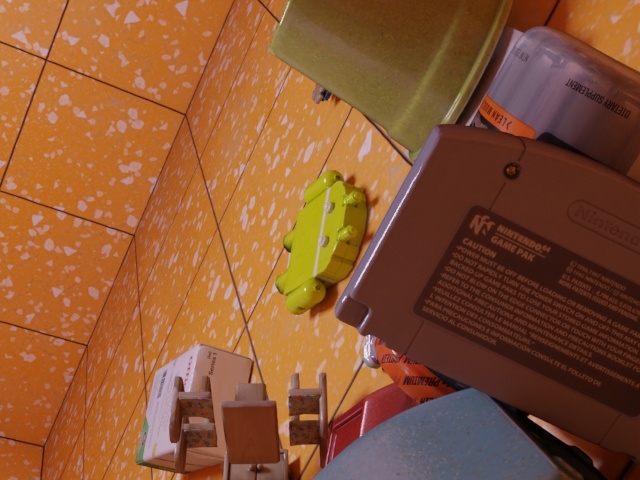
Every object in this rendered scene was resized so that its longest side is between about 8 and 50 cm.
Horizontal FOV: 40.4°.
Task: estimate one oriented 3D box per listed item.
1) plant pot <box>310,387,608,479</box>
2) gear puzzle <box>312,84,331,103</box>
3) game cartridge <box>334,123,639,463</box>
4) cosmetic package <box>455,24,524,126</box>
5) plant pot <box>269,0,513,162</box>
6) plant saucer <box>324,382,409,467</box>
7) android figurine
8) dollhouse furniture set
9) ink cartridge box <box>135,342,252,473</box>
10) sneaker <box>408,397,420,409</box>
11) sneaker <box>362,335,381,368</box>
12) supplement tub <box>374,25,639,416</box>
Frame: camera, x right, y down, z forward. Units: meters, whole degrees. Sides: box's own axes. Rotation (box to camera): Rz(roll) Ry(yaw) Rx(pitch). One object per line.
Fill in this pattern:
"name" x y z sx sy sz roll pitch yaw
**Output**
"plant pot" 0.127 0.270 0.695 0.252 0.247 0.248 -53 23 5
"gear puzzle" 0.047 -0.422 1.751 0.175 0.044 0.339 -51 25 43
"game cartridge" 0.185 0.038 0.670 0.198 0.297 0.062 -62 7 15
"cosmetic package" 0.209 -0.140 1.078 0.239 0.060 0.099 -63 19 17
"plant pot" 0.079 -0.281 1.165 0.276 0.253 0.276 -63 6 12
"plant saucer" 0.036 0.305 1.033 0.259 0.047 0.259 116 166 -68
"android figurine" 0.000 0.000 1.474 0.273 0.056 0.248 -35 41 59
"dollhouse furniture set" -0.095 0.319 1.220 0.161 0.212 0.242 -92 1 -46
"ink cartridge box" -0.251 0.336 1.700 0.278 0.117 0.201 -35 41 57
"sneaker" 0.108 0.240 1.008 0.070 0.051 0.134 -119 46 -67
"sneaker" 0.086 0.120 1.189 0.069 0.038 0.098 -46 41 43
"supplement tub" 0.196 -0.003 0.792 0.338 0.207 0.207 -63 22 19
